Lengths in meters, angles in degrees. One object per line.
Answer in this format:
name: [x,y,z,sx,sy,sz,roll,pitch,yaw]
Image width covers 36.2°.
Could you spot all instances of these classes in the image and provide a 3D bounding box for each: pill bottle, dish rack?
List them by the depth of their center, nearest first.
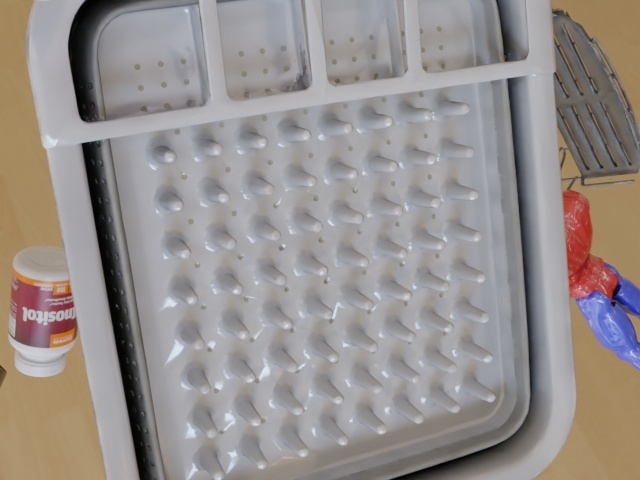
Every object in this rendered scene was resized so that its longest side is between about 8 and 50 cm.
dish rack: [0.000,0.000,0.543,0.285,0.072,0.333,-12,102,-22]
dish rack: [0.153,-0.104,0.916,0.271,0.208,0.074,-5,42,43]
pill bottle: [-0.347,0.090,1.232,0.086,0.152,0.086,9,22,-4]

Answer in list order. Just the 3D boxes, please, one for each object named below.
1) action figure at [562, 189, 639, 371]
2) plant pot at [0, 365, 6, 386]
action figure: [0.208,0.049,0.827,0.139,0.280,0.091,-8,45,49]
plant pot: [-0.437,0.184,0.984,0.215,0.215,0.230,37,73,19]
